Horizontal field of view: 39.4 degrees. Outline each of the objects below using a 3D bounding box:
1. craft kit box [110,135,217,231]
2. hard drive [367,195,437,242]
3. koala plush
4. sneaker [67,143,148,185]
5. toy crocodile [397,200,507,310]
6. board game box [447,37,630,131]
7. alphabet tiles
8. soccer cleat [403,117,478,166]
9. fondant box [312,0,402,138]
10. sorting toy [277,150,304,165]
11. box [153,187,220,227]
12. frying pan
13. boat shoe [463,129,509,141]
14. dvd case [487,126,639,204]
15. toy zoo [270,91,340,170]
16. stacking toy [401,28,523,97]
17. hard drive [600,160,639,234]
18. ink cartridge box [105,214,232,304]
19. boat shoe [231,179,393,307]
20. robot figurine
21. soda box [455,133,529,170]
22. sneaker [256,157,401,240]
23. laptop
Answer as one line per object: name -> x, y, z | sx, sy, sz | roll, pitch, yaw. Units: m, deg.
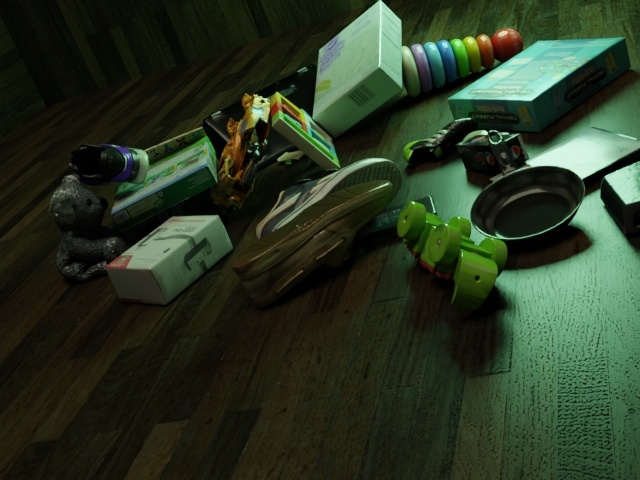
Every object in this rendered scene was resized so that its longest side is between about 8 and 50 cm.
craft kit box -> -0.364, -0.138, 2.100 | 0.250, 0.061, 0.246 | -26, 26, 4
hard drive -> 0.158, -0.042, 1.728 | 0.135, 0.022, 0.094 | -18, 23, 9
koala plush -> -0.556, -0.037, 2.081 | 0.203, 0.221, 0.196 | -19, 24, 6
sneaker -> -0.537, -0.186, 2.110 | 0.146, 0.102, 0.293 | 4, -1, -41
toy crocodile -> 0.205, 0.015, 1.476 | 0.115, 0.105, 0.340 | 16, 12, -20
board game box -> 0.501, -0.360, 2.050 | 0.336, 0.079, 0.254 | -34, 26, -26
alphabet tiles -> -0.380, -0.182, 2.250 | 0.237, 0.198, 0.009 | -23, 60, -3
soccer cleat -> 0.268, -0.212, 1.969 | 0.179, 0.060, 0.072 | -24, 32, 11
fondant box -> 0.100, -0.458, 2.380 | 0.238, 0.096, 0.330 | -34, 33, 31
sorting toy -> -0.079, -0.211, 2.312 | 0.062, 0.012, 0.083 | -2, 26, 29
box -> -0.345, -0.102, 2.205 | 0.158, 0.093, 0.156 | -24, 23, -9
frying pan -> 0.328, -0.083, 1.580 | 0.197, 0.053, 0.326 | -34, 33, -9
boat shoe -> 0.355, -0.204, 1.889 | 0.133, 0.042, 0.049 | 14, 62, 53
dvd case -> 0.465, -0.139, 1.675 | 0.253, 0.022, 0.180 | -26, 23, -12
toy zoo -> -0.042, -0.271, 2.197 | 0.030, 0.192, 0.293 | -47, 19, 14
stacking toy -> 0.378, -0.494, 2.394 | 0.330, 0.141, 0.141 | -16, 23, 3
hard drive -> 0.588, -0.096, 1.431 | 0.254, 0.054, 0.172 | -18, 23, 9
ink cartridge box -> -0.316, 0.037, 1.880 | 0.158, 0.092, 0.218 | 0, 30, 41
boat shoe -> 0.000, 0.000, 1.665 | 0.341, 0.110, 0.121 | -31, 16, -13
robot figurine -> -0.192, -0.199, 2.123 | 0.211, 0.085, 0.291 | -50, 24, 48
soda box -> 0.342, -0.176, 1.786 | 0.053, 0.060, 0.169 | -29, 15, -16
sneaker -> 0.008, -0.077, 1.802 | 0.321, 0.126, 0.127 | -32, 31, -19
laptop -> -0.134, -0.318, 2.586 | 0.382, 0.236, 0.408 | -31, 53, -21
